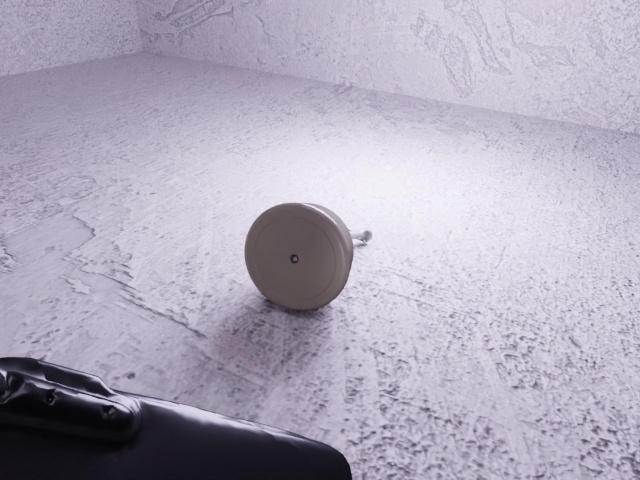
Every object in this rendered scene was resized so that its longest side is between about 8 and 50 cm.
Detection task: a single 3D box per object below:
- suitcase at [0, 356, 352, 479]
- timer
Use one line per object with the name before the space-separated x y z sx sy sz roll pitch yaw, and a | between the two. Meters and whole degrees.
suitcase | -0.108 0.262 0.241 0.340 0.188 0.345 24 33 -26
timer | 0.000 0.000 0.840 0.176 0.175 0.266 13 17 15
